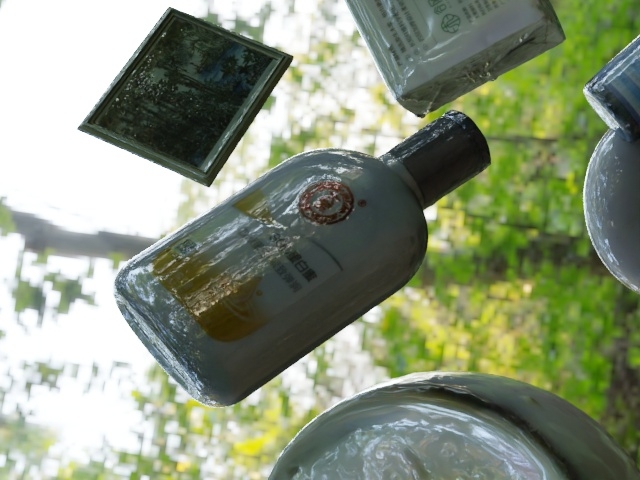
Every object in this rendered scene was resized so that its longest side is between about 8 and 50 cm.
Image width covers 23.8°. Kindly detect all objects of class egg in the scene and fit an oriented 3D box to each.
[{"bbox_3d":[0.152,0.294,1.375,0.340,0.354,0.354,9,-92,-62],"label":"egg"}]

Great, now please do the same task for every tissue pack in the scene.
[{"bbox_3d":[0.165,-0.400,2.263,0.356,0.266,0.194,65,-167,13],"label":"tissue pack"}]

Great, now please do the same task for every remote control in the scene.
[{"bbox_3d":[0.440,-0.049,1.655,0.103,0.332,0.221,160,103,-72],"label":"remote control"}]

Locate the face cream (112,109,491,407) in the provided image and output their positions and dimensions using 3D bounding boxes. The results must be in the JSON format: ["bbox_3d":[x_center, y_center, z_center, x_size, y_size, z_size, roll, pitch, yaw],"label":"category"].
[{"bbox_3d":[0.000,0.000,1.099,0.291,0.144,0.071,-32,-33,-19],"label":"face cream"}]

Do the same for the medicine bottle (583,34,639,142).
[{"bbox_3d":[0.371,-0.195,1.571,0.203,0.083,0.083,-43,-16,4],"label":"medicine bottle"}]

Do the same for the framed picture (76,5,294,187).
[{"bbox_3d":[-0.126,-0.143,1.451,0.183,0.142,0.011,-59,-13,-33],"label":"framed picture"}]
